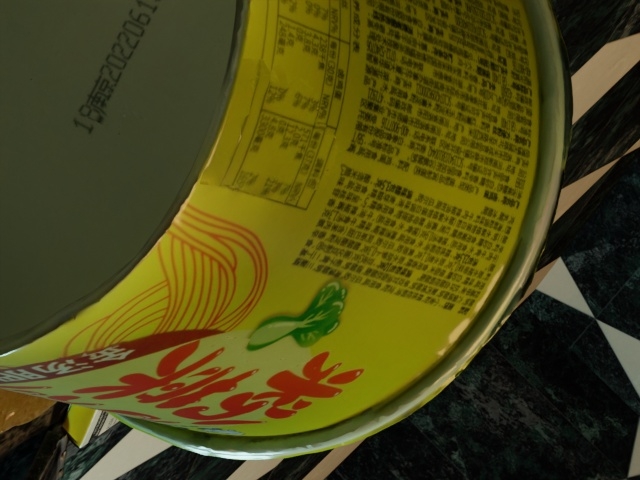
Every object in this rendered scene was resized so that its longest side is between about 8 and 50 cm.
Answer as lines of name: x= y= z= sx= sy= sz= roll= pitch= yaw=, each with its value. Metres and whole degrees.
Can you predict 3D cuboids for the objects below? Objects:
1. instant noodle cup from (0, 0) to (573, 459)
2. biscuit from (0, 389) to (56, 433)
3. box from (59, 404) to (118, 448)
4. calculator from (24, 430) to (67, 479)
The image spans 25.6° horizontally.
instant noodle cup: x=-0.080 y=-0.062 z=0.560 sx=0.311 sy=0.311 sz=0.221 roll=-48 pitch=156 yaw=12
biscuit: x=-0.219 y=0.069 z=1.005 sx=0.170 sy=0.050 sz=0.170 roll=-43 pitch=159 yaw=-21
box: x=-0.139 y=0.099 z=1.367 sx=0.247 sy=0.033 sz=0.129 roll=-34 pitch=162 yaw=-39
calculator: x=-0.285 y=0.309 z=1.265 sx=0.261 sy=0.021 sz=0.161 roll=-71 pitch=176 yaw=-54
